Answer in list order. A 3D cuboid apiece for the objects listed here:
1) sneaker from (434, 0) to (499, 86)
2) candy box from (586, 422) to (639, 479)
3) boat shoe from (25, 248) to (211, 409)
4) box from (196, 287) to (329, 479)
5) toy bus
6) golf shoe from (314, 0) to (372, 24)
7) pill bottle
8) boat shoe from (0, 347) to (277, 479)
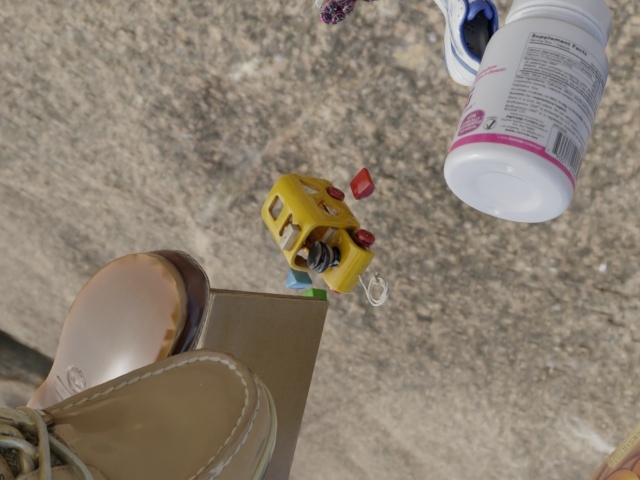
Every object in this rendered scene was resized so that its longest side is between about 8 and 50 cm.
[{"bbox_3d":[0.262,-0.423,1.547,0.112,0.296,0.131,-17,-176,-10],"label":"sneaker"},{"bbox_3d":[0.437,0.357,0.984,0.087,0.183,0.316,39,-176,-37],"label":"candy box"},{"bbox_3d":[-0.122,0.077,0.546,0.073,0.073,0.207,52,124,17],"label":"boat shoe"},{"bbox_3d":[-0.072,0.150,0.878,0.021,0.201,0.164,16,-175,42],"label":"box"},{"bbox_3d":[-0.007,-0.003,1.224,0.104,0.190,0.202,8,168,-36],"label":"toy bus"},{"bbox_3d":[0.072,-0.485,1.669,0.186,0.086,0.067,-24,146,11],"label":"golf shoe"},{"bbox_3d":[0.272,-0.180,1.130,0.160,0.283,0.160,19,158,8],"label":"pill bottle"},{"bbox_3d":[-0.134,0.126,0.378,0.109,0.302,0.098,32,137,31],"label":"boat shoe"}]
